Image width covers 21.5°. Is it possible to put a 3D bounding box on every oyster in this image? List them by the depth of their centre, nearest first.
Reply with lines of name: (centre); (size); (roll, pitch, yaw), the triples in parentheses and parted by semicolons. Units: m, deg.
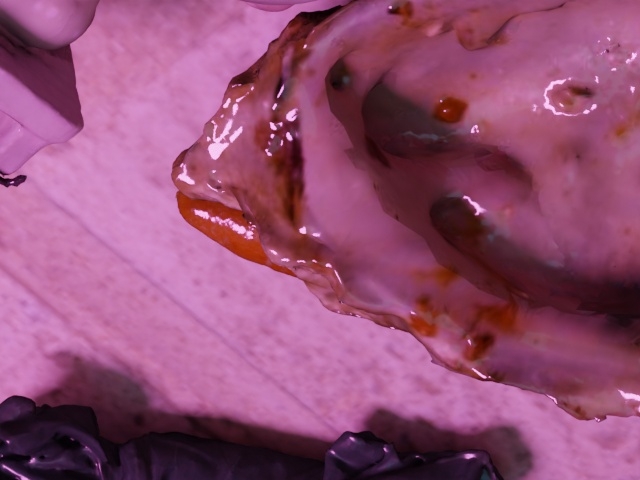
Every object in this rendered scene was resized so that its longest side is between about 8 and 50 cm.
oyster: (0.124, -0.014, 0.690); (0.361, 0.096, 0.221); (-12, 95, 15)

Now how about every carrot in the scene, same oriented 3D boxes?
carrot: (0.000, 0.000, 0.776); (0.139, 0.048, 0.048); (13, 129, -3)

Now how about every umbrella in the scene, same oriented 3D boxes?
umbrella: (-0.016, 0.159, 0.877); (0.349, 0.094, 0.143); (9, 133, -5)

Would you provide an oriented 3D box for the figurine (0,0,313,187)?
figurine: (-0.058, -0.135, 0.614); (0.257, 0.144, 0.182); (-25, 119, 19)
